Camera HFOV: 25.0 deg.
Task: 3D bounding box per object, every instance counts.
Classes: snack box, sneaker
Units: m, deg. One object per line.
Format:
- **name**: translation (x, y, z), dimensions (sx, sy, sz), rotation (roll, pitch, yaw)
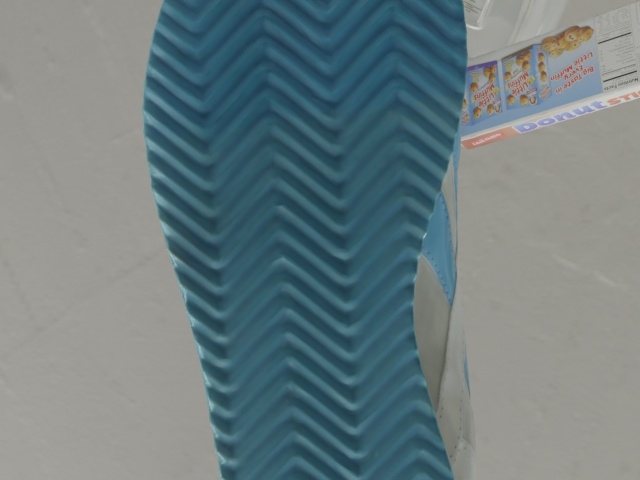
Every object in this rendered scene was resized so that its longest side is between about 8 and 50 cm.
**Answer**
- **snack box**: translation (0.175, -0.120, 1.033), dimensions (0.022, 0.178, 0.064), rotation (22, -122, -52)
- **sneaker**: translation (0.000, 0.000, 0.419), dimensions (0.087, 0.092, 0.229), rotation (-2, -79, 1)

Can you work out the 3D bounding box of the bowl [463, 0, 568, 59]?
- **bowl**: translation (0.127, -0.200, 1.186), dimensions (0.142, 0.142, 0.053), rotation (26, -150, 6)
